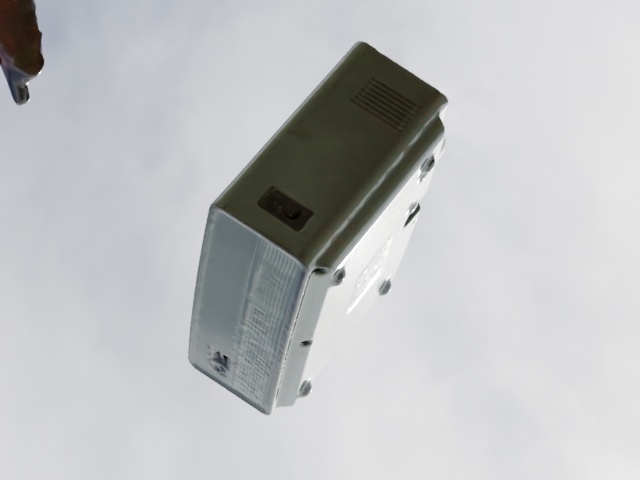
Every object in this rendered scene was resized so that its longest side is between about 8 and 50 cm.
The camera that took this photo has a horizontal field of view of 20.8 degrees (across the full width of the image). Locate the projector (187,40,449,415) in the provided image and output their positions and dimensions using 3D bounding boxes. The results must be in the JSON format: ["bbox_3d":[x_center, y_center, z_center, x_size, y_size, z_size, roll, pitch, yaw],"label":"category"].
[{"bbox_3d":[0.000,0.000,0.777,0.061,0.147,0.115,32,-120,10],"label":"projector"}]

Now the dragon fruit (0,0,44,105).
[{"bbox_3d":[-0.292,-0.128,0.765,0.343,0.100,0.282,-27,-119,24],"label":"dragon fruit"}]
